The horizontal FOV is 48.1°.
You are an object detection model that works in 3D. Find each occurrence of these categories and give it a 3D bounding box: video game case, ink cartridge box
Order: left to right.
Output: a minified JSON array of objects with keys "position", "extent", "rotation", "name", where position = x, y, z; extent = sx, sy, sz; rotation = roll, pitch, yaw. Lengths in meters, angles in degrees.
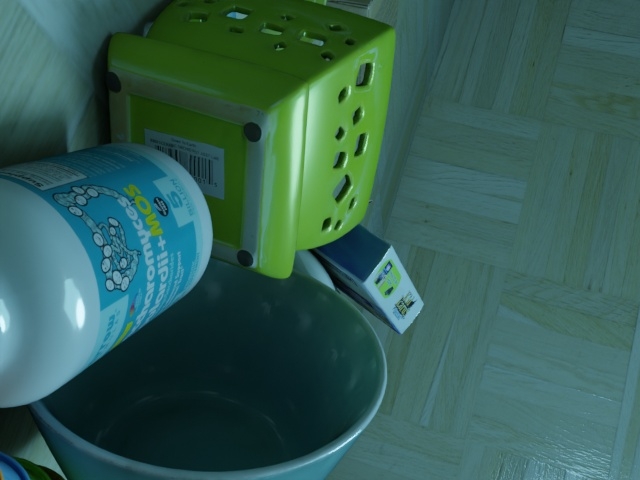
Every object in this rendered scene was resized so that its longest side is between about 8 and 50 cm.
[{"position":[0.000,0.000,0.963],"extent":[0.061,0.269,0.244],"rotation":[-51,154,-7],"name":"video game case"},{"position":[0.082,-0.432,1.362],"extent":[0.193,0.088,0.235],"rotation":[87,21,-51],"name":"ink cartridge box"}]

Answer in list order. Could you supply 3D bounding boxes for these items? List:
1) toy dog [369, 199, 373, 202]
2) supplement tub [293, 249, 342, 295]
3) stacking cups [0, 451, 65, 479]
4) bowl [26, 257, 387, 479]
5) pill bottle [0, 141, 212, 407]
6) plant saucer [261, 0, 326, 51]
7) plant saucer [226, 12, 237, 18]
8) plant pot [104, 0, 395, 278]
[{"position":[0.063,0.007,1.618],"extent":[0.333,0.160,0.220],"rotation":[-13,116,-77],"name":"toy dog"},{"position":[-0.074,0.129,0.945],"extent":[0.325,0.235,0.236],"rotation":[59,46,-74],"name":"supplement tub"},{"position":[-0.228,0.167,0.461],"extent":[0.316,0.096,0.096],"rotation":[108,2,-62],"name":"stacking cups"},{"position":[-0.106,0.151,0.648],"extent":[0.311,0.311,0.163],"rotation":[-55,158,-60],"name":"bowl"},{"position":[-0.189,0.019,0.496],"extent":[0.264,0.146,0.146],"rotation":[-44,147,-68],"name":"pill bottle"},{"position":[-0.027,-0.373,1.049],"extent":[0.241,0.037,0.241],"rotation":[15,90,-78],"name":"plant saucer"},{"position":[-0.117,-0.193,0.893],"extent":[0.192,0.018,0.067],"rotation":[92,17,-50],"name":"plant saucer"},{"position":[-0.077,-0.106,0.705],"extent":[0.207,0.228,0.227],"rotation":[-46,150,-52],"name":"plant pot"}]
